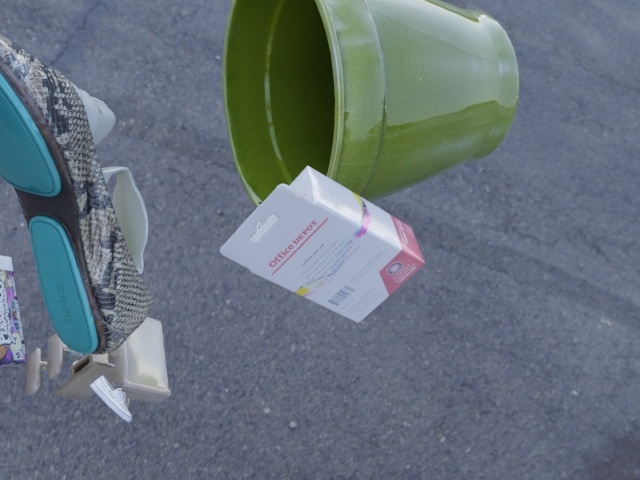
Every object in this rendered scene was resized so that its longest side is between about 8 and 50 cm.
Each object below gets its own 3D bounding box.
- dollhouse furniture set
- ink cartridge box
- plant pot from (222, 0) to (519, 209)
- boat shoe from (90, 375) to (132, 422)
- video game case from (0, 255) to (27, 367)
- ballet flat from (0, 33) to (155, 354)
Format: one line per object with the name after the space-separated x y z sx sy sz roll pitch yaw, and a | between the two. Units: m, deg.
-0.418 0.271 1.367 0.212 0.242 0.161 27 37 -44 | dollhouse furniture set
0.000 0.000 0.757 0.198 0.115 0.067 29 31 -31 | ink cartridge box
0.086 -0.222 1.036 0.352 0.367 0.367 -9 58 -27 | plant pot
-0.355 0.272 1.215 0.100 0.035 0.035 37 70 24 | boat shoe
-0.671 0.135 1.370 0.041 0.210 0.232 -16 78 13 | video game case
-0.327 -0.072 0.927 0.163 0.483 0.182 12 38 31 | ballet flat
